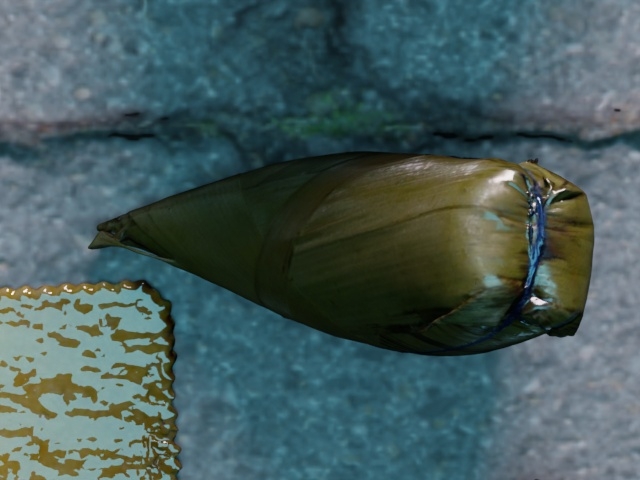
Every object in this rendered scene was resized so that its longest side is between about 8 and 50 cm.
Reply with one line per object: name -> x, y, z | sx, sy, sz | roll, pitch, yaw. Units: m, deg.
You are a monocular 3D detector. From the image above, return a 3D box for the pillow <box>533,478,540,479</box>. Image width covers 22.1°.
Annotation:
pillow -> 0.187, 0.332, 1.090 | 0.281, 0.076, 0.274 | 30, 108, -9

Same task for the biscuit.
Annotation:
biscuit -> -0.211, 0.145, 1.108 | 0.237, 0.013, 0.232 | -3, 97, -1

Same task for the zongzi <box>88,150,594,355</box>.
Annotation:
zongzi -> 0.000, 0.000, 0.977 | 0.289, 0.260, 0.123 | 7, 88, -4
